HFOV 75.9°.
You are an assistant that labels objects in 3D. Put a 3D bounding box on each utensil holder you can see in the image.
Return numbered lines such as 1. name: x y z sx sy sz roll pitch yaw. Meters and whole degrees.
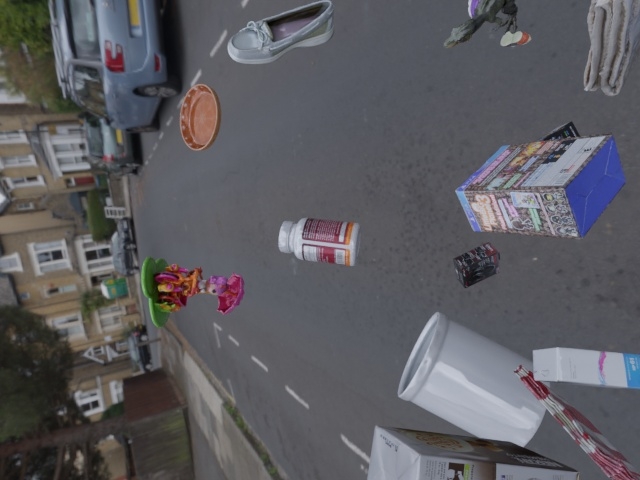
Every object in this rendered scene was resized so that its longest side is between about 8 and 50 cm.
1. utensil holder: 0.506 0.476 1.394 0.386 0.327 0.327 27 134 10

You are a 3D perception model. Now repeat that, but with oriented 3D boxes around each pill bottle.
1. pill bottle: 0.000 0.000 0.808 0.086 0.152 0.085 7 -90 -79

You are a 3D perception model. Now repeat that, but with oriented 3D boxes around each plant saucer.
1. plant saucer: -0.154 -0.158 0.531 0.084 0.013 0.083 3 94 40

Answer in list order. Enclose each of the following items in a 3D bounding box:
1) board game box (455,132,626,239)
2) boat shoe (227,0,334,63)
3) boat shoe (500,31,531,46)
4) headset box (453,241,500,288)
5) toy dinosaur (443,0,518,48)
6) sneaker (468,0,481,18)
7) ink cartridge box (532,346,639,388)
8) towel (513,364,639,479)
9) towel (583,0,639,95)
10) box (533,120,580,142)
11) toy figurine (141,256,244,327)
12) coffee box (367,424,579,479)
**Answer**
1. board game box: 0.546 -0.136 1.039 0.141 0.232 0.291 58 158 -22
2. boat shoe: -0.114 -0.600 1.174 0.103 0.321 0.118 90 163 -72
3. boat shoe: 0.676 -0.700 1.429 0.137 0.043 0.049 -109 28 -68
4. headset box: 0.298 0.045 0.772 0.032 0.083 0.062 -113 -2 -48
5. toy dinosaur: 0.330 -0.440 0.715 0.064 0.118 0.268 45 114 29
6. sneaker: 0.480 -0.690 1.136 0.170 0.068 0.071 -49 44 11
7. ink cartridge box: 0.409 0.198 0.636 0.088 0.123 0.052 83 -169 -71
8. towel: 0.596 0.426 0.906 0.037 0.237 0.329 -51 16 10
9. towel: 0.342 -0.310 0.412 0.049 0.187 0.282 27 91 32
10. box: 0.882 -0.249 1.507 0.295 0.294 0.073 60 159 -3
11. toy figurine: -0.221 0.085 0.757 0.173 0.160 0.130 97 170 -60
12. coffee box: 0.209 0.341 0.582 0.141 0.247 0.098 151 131 -73
